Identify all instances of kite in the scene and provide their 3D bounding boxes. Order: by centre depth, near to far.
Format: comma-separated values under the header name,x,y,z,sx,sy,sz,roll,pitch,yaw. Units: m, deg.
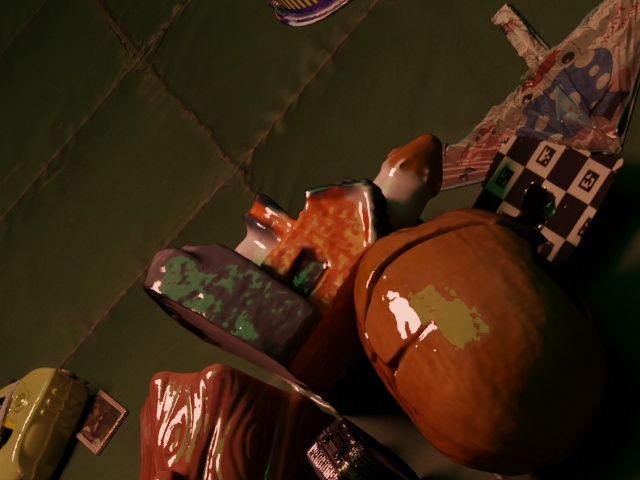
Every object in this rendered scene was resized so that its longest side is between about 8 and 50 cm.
name,x,y,z,sx,sy,sz,roll,pitch,yaw
kite,0.247,-0.176,2.013,0.406,0.014,0.368,-45,31,11

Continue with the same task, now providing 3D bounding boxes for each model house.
name,x,y,z,sx,sy,sz,roll,pitch,yaw
model house,0.000,0.000,1.880,0.190,0.271,0.301,34,84,23

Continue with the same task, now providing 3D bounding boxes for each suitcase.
name,x,y,z,sx,sy,sz,roll,pitch,yaw
suitcase,0.048,0.225,1.739,0.059,0.126,0.086,-48,30,3

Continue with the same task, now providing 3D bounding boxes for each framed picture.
name,x,y,z,sx,sy,sz,roll,pitch,yaw
framed picture,-0.271,0.223,2.296,0.066,0.006,0.089,-54,30,-5

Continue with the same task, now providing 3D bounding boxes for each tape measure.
name,x,y,z,sx,sy,sz,roll,pitch,yaw
tape measure,-0.374,0.247,2.327,0.154,0.087,0.177,0,61,48

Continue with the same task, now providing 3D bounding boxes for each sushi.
name,x,y,z,sx,sy,sz,roll,pitch,yaw
sushi,0.205,0.005,1.846,0.192,0.040,0.210,21,82,58

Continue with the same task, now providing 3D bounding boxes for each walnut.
name,x,y,z,sx,sy,sz,roll,pitch,yaw
walnut,0.132,0.082,1.675,0.203,0.203,0.298,-48,48,6

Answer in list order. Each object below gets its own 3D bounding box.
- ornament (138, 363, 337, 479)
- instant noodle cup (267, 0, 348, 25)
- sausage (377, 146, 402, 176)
name,x,y,z,sx,sy,sz,roll,pitch,yaw
ornament,-0.087,0.270,1.824,0.235,0.221,0.218,99,-178,-58
instant noodle cup,-0.068,-0.488,2.480,0.284,0.312,0.284,-35,34,28
sausage,0.067,-0.035,2.082,0.042,0.036,0.158,110,-178,-63
